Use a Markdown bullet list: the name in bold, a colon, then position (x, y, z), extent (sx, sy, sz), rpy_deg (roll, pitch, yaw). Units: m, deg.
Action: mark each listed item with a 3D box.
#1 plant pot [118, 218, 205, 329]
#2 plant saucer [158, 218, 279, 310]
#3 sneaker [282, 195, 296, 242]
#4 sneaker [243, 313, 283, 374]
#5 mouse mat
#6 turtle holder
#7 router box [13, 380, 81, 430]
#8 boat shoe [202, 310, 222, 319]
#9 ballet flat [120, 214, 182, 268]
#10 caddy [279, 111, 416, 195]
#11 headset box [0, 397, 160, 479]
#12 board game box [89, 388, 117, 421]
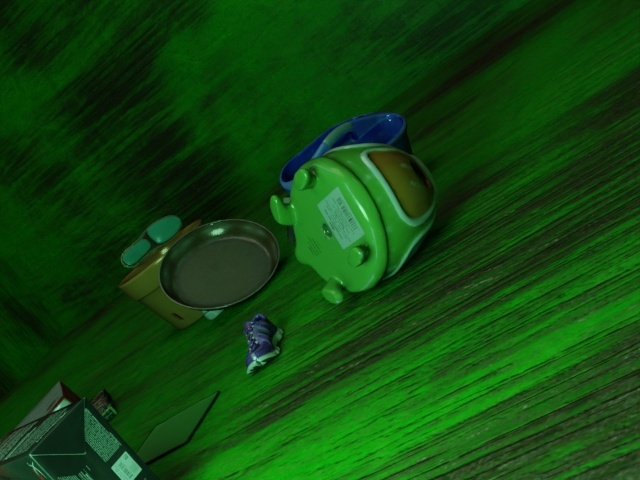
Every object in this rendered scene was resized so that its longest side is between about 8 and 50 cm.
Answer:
- **plant pot**: position (-0.384, 0.109, 2.282), extent (0.290, 0.203, 0.291), rpy_deg (-36, 11, 8)
- **plant saucer**: position (-0.250, 0.068, 2.065), extent (0.310, 0.050, 0.311), rpy_deg (-7, 45, 7)
- **sneaker**: position (0.014, -0.055, 2.039), extent (0.221, 0.118, 0.083), rpy_deg (1, 10, 27)
- **sneaker**: position (-0.116, 0.183, 1.478), extent (0.068, 0.071, 0.170), rpy_deg (-36, 12, 10)
- **mouse mat**: position (-0.270, 0.348, 1.476), extent (0.189, 0.007, 0.153), rpy_deg (-34, 12, 29)
- **turtle holder**: position (0.071, -0.027, 1.420), extent (0.227, 0.243, 0.320), rpy_deg (-28, -35, -28)
- **router box**: position (-0.698, 0.502, 1.934), extent (0.335, 0.082, 0.301), rpy_deg (-49, 13, -15)
- **boat shoe**: position (-0.232, 0.108, 2.133), extent (0.083, 0.076, 0.226), rpy_deg (-24, 18, 51)
- **ballet flat**: position (-0.476, 0.005, 2.304), extent (0.206, 0.073, 0.067), rpy_deg (-39, -4, -20)
- **caddy**: position (0.064, -0.177, 1.881), extent (0.241, 0.179, 0.341), rpy_deg (9, 42, 46)
- **headset box**: position (-0.358, 0.361, 1.151), extent (0.293, 0.218, 0.110), rpy_deg (-27, 16, 43)
- **board game box**: position (-0.567, 0.437, 2.013), extent (0.136, 0.030, 0.259), rpy_deg (-44, 12, -14)
